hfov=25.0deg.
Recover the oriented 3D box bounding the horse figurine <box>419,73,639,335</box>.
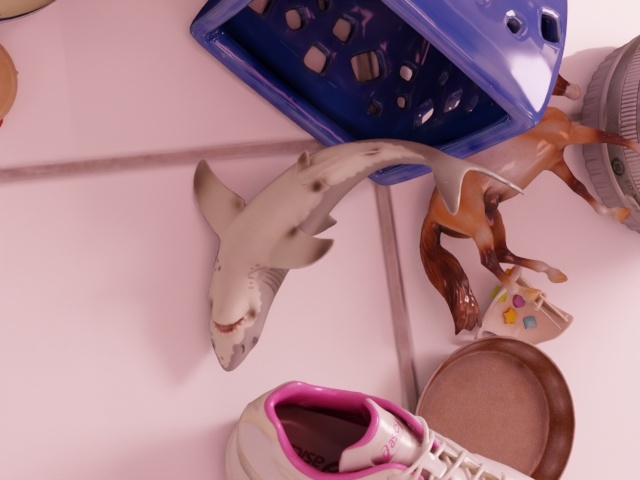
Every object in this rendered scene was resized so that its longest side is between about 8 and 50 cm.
[{"bbox_3d":[0.175,-0.044,1.289,0.174,0.066,0.263,38,77,24],"label":"horse figurine"}]

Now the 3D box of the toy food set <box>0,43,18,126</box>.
[{"bbox_3d":[-0.273,-0.122,1.113,0.082,0.020,0.083,37,70,-20],"label":"toy food set"}]

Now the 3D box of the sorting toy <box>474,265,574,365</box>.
[{"bbox_3d":[0.176,0.072,1.321,0.083,0.045,0.075,42,80,-28],"label":"sorting toy"}]

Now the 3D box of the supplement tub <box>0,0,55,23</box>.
[{"bbox_3d":[-0.214,-0.289,0.986,0.235,0.325,0.235,2,85,-27],"label":"supplement tub"}]

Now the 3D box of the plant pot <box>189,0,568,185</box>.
[{"bbox_3d":[0.068,-0.212,1.187,0.236,0.236,0.212,36,64,-19],"label":"plant pot"}]

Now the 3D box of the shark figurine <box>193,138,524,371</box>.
[{"bbox_3d":[0.012,-0.027,1.195,0.116,0.278,0.166,24,37,-62],"label":"shark figurine"}]

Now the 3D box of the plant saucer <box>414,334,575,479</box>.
[{"bbox_3d":[0.152,0.168,1.298,0.168,0.029,0.168,-1,92,-24],"label":"plant saucer"}]

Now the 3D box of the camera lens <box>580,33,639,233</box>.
[{"bbox_3d":[0.402,-0.110,1.310,0.219,0.274,0.219,4,83,-33],"label":"camera lens"}]

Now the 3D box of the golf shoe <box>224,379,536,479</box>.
[{"bbox_3d":[0.073,0.195,1.140,0.306,0.140,0.115,16,58,1],"label":"golf shoe"}]
